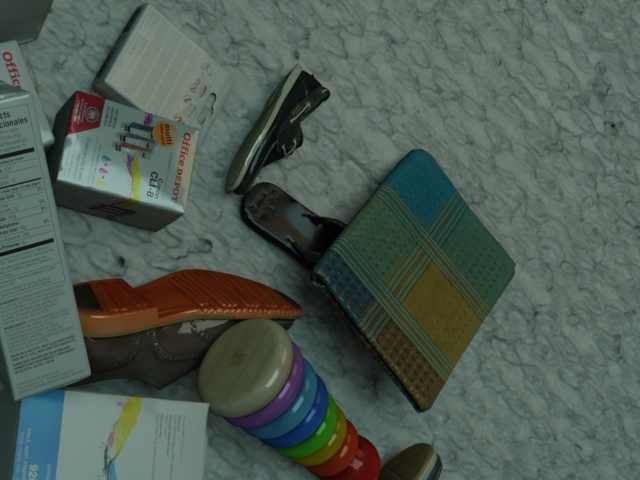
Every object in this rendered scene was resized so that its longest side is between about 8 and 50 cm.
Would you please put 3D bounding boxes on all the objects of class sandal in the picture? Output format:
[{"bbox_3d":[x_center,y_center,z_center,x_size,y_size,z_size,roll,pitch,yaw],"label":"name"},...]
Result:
[{"bbox_3d":[-0.001,0.000,1.506,0.254,0.054,0.097,27,68,-12],"label":"sandal"}]

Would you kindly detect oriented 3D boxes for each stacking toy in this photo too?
[{"bbox_3d":[-0.019,0.245,1.390,0.330,0.141,0.141,48,61,-39],"label":"stacking toy"}]

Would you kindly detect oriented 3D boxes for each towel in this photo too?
[{"bbox_3d":[0.148,0.046,1.535,0.271,0.040,0.370,51,44,-10],"label":"towel"}]

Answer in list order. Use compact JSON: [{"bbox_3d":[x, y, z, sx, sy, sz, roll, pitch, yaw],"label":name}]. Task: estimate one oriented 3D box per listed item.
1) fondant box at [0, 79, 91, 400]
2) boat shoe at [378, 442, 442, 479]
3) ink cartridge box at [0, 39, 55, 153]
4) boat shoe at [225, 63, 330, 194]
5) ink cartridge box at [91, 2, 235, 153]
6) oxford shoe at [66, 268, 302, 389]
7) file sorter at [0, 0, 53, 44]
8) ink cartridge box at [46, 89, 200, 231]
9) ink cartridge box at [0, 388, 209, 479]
[{"bbox_3d":[-0.373,-0.015,1.174,0.096,0.238,0.330,-16,111,-28],"label":"fondant box"},{"bbox_3d":[0.095,0.426,1.468,0.092,0.103,0.285,43,68,-19],"label":"boat shoe"},{"bbox_3d":[-0.464,-0.156,1.302,0.203,0.086,0.148,-22,91,-28],"label":"ink cartridge box"},{"bbox_3d":[-0.062,-0.155,1.507,0.079,0.084,0.233,38,63,-15],"label":"boat shoe"},{"bbox_3d":[-0.223,-0.230,1.476,0.179,0.045,0.145,40,63,-35],"label":"ink cartridge box"},{"bbox_3d":[-0.191,0.123,1.389,0.363,0.130,0.133,-1,113,-34],"label":"oxford shoe"},{"bbox_3d":[-0.496,-0.326,1.262,0.277,0.193,0.173,-23,88,-29],"label":"file sorter"},{"bbox_3d":[-0.269,-0.101,1.367,0.176,0.127,0.128,15,73,-25],"label":"ink cartridge box"},{"bbox_3d":[-0.277,0.275,1.264,0.232,0.171,0.168,9,76,-25],"label":"ink cartridge box"}]
